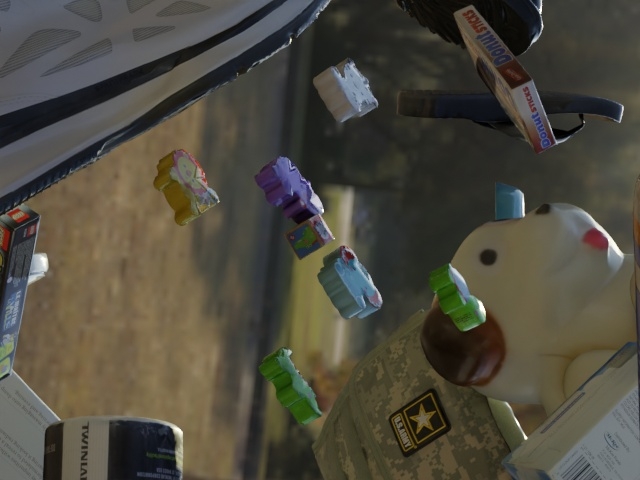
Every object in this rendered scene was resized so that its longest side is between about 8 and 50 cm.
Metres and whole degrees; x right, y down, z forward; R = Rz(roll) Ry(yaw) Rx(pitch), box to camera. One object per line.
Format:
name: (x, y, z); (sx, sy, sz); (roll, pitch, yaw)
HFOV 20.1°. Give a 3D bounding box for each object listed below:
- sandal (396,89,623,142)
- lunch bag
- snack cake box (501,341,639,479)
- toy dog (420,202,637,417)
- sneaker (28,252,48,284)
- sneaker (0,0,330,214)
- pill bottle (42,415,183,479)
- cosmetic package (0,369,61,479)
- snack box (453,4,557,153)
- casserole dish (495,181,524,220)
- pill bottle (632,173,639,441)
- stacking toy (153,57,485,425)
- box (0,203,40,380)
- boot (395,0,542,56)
sandal: (0.198, -0.131, 1.918); (0.097, 0.254, 0.055); (-157, -113, -69)
lunch bag: (0.124, 0.236, 1.966); (0.235, 0.169, 0.287); (66, -31, 31)
snack cake box: (0.287, 0.225, 1.416); (0.152, 0.264, 0.089); (-41, -170, -16)
toy dog: (0.305, 0.127, 1.814); (0.284, 0.408, 0.395); (-47, 174, -40)
sneaker: (-0.402, 0.069, 2.126); (0.258, 0.094, 0.091); (-25, 113, -65)
sneaker: (-0.204, -0.202, 1.480); (0.257, 0.447, 0.169); (60, -28, -5)
pill bottle: (-0.192, 0.291, 1.654); (0.130, 0.130, 0.246); (74, 15, -74)
cosmetic package: (-0.413, 0.329, 1.886); (0.217, 0.156, 0.385); (53, 50, -28)
snack box: (0.152, -0.136, 1.501); (0.178, 0.022, 0.064); (-113, 179, -61)
casserole dish: (0.235, 0.008, 2.232); (0.188, 0.037, 0.114); (-84, 169, -53)
pill bottle: (0.265, 0.083, 1.071); (0.152, 0.152, 0.272); (-73, 159, -61)
stacking toy: (0.000, 0.000, 1.287); (0.221, 0.167, 0.052); (60, 26, 0)
box: (-0.337, 0.032, 1.751); (0.036, 0.114, 0.207); (-32, 148, -46)
boot: (0.158, -0.374, 1.964); (0.260, 0.348, 0.131); (-46, 155, -17)
